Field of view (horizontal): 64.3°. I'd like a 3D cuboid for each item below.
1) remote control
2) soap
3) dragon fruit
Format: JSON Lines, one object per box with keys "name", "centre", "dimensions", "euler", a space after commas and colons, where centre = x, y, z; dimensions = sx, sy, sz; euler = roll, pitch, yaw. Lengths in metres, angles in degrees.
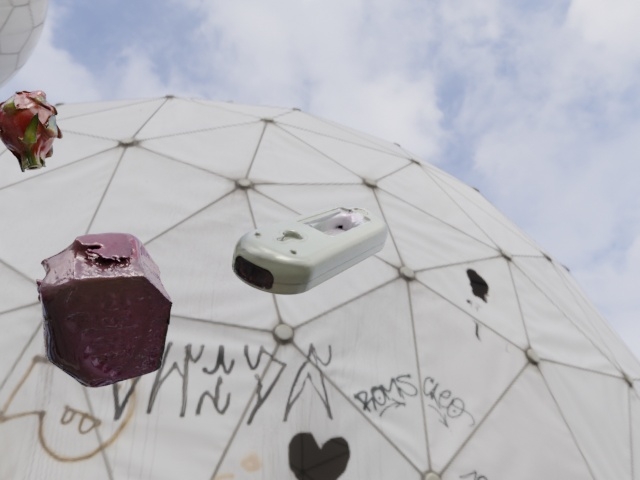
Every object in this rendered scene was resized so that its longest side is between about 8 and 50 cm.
{"name": "remote control", "centre": [0.000, 0.000, 0.504], "dimensions": [0.078, 0.221, 0.042], "euler": [26, -67, 24]}
{"name": "soap", "centre": [-0.382, 0.127, 0.915], "dimensions": [0.220, 0.127, 0.325], "euler": [-10, -45, -35]}
{"name": "dragon fruit", "centre": [-0.406, -0.152, 0.711], "dimensions": [0.081, 0.086, 0.116], "euler": [-8, -89, -23]}
